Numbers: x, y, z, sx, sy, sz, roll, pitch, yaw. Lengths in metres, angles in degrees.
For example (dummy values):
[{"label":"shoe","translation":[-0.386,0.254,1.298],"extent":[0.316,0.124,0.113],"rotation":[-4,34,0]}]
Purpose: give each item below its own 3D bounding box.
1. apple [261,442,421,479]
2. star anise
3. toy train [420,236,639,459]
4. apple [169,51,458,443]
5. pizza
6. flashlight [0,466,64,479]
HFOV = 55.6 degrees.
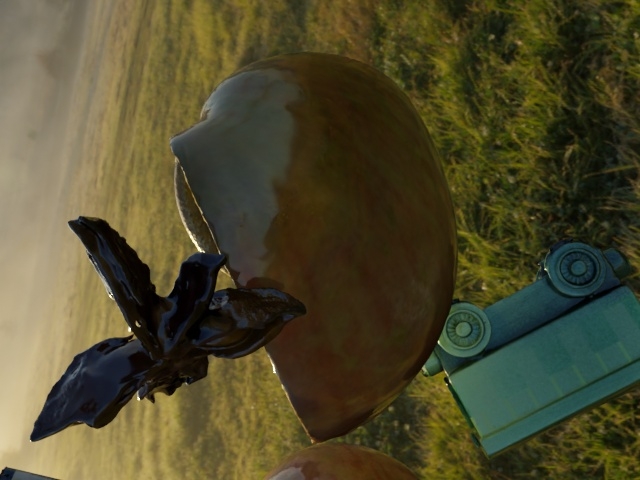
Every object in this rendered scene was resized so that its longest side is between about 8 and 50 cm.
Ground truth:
[{"label":"apple","translation":[0.040,0.510,0.961],"extent":[0.364,0.363,0.364],"rotation":[-30,55,57]},{"label":"star anise","translation":[-0.112,0.042,0.398],"extent":[0.141,0.158,0.144],"rotation":[-61,37,16]},{"label":"toy train","translation":[0.277,0.134,0.777],"extent":[0.203,0.300,0.120],"rotation":[63,-177,14]},{"label":"apple","translation":[0.000,0.000,0.568],"extent":[0.314,0.252,0.309],"rotation":[-60,-25,-32]},{"label":"pizza","translation":[-0.198,-0.053,1.295],"extent":[0.074,0.182,0.366],"rotation":[-106,-1,-62]},{"label":"flashlight","translation":[-0.321,0.276,0.690],"extent":[0.018,0.083,0.018],"rotation":[105,179,-54]}]
